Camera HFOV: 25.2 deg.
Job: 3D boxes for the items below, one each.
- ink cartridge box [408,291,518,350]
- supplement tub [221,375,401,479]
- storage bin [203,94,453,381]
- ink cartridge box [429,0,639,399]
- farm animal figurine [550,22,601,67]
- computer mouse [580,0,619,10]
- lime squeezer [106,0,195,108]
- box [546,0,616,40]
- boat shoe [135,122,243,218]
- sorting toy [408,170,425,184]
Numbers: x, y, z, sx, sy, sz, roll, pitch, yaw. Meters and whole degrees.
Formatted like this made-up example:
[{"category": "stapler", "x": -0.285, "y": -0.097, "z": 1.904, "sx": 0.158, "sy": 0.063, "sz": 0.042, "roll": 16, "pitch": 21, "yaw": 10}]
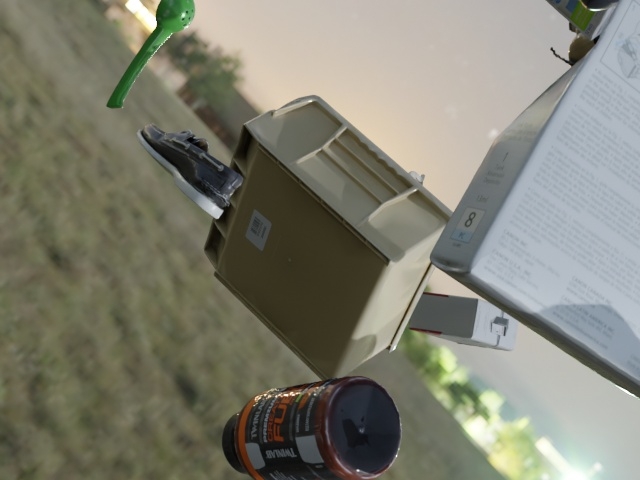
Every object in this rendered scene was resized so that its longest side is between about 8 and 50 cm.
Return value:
[{"category": "ink cartridge box", "x": 0.197, "y": 0.110, "z": 1.943, "sx": 0.099, "sy": 0.056, "sz": 0.135, "roll": 6, "pitch": -7, "yaw": 32}, {"category": "supplement tub", "x": -0.017, "y": 0.199, "z": 1.459, "sx": 0.106, "sy": 0.106, "sz": 0.198, "roll": 46, "pitch": -36, "yaw": -22}, {"category": "storage bin", "x": 0.000, "y": 0.000, "z": 1.762, "sx": 0.260, "sy": 0.123, "sz": 0.262, "roll": 43, "pitch": -39, "yaw": 18}, {"category": "ink cartridge box", "x": 0.328, "y": -0.064, "z": 1.460, "sx": 0.308, "sy": 0.385, "sz": 0.091, "roll": 32, "pitch": -7, "yaw": -25}, {"category": "farm animal figurine", "x": 0.552, "y": -0.354, "z": 2.388, "sx": 0.330, "sy": 0.327, "sz": 0.172, "roll": 62, "pitch": 6, "yaw": -20}, {"category": "computer mouse", "x": 0.387, "y": -0.337, "z": 1.787, "sx": 0.041, "sy": 0.071, "sz": 0.242, "roll": 47, "pitch": 43, "yaw": 1}, {"category": "lime squeezer", "x": -0.202, "y": -0.318, "z": 1.772, "sx": 0.110, "sy": 0.310, "sz": 0.059, "roll": -5, "pitch": -10, "yaw": 37}, {"category": "box", "x": 0.401, "y": -0.436, "z": 2.250, "sx": 0.203, "sy": 0.103, "sz": 0.114, "roll": 45, "pitch": -26, "yaw": 12}, {"category": "boat shoe", "x": -0.096, "y": -0.060, "z": 1.047, "sx": 0.046, "sy": 0.038, "sz": 0.125, "roll": 40, "pitch": 2, "yaw": -37}, {"category": "sorting toy", "x": 0.106, "y": -0.050, "z": 1.761, "sx": 0.045, "sy": 0.075, "sz": 0.083, "roll": 25, "pitch": 7, "yaw": 21}]
